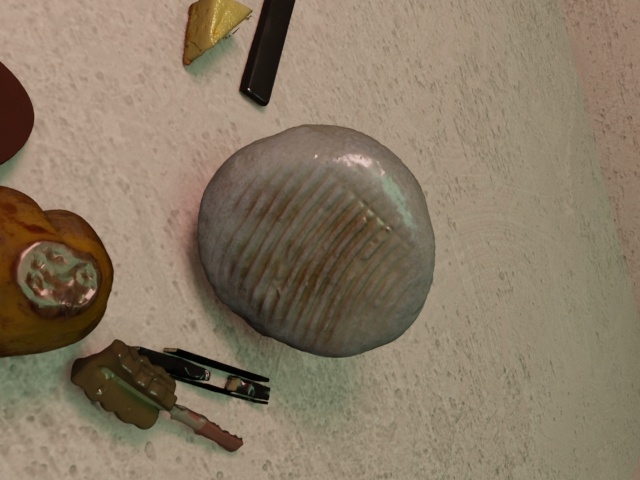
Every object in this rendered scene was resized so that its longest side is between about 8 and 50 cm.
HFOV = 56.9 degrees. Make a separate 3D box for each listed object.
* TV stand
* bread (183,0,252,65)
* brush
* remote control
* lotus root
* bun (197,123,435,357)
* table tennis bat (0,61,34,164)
[{"bbox_3d":[-0.173,0.195,0.870,0.249,0.036,0.042,31,65,-40],"label":"TV stand"},{"bbox_3d":[-0.157,-0.318,0.917,0.080,0.084,0.109,15,74,-43],"label":"bread"},{"bbox_3d":[-0.202,0.233,0.807,0.301,0.084,0.071,50,14,-39],"label":"brush"},{"bbox_3d":[-0.089,-0.350,1.038,0.063,0.025,0.245,26,66,-37],"label":"remote control"},{"bbox_3d":[-0.316,0.026,0.643,0.188,0.180,0.199,-24,103,-42],"label":"lotus root"},{"bbox_3d":[0.000,0.000,0.887,0.211,0.362,0.361,-64,137,-72],"label":"bun"},{"bbox_3d":[-0.398,-0.126,0.614,0.154,0.021,0.274,46,30,-28],"label":"table tennis bat"}]
